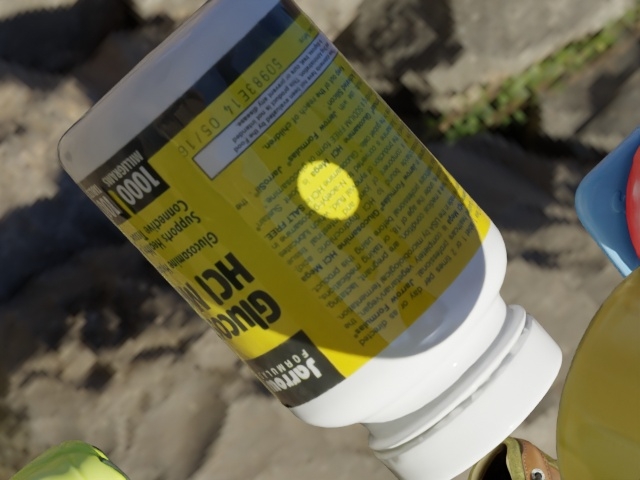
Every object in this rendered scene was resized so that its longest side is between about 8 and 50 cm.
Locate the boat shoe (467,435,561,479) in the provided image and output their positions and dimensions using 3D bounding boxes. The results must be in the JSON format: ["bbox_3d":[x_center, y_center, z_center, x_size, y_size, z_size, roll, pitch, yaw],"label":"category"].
[{"bbox_3d":[0.110,0.273,1.360,0.104,0.111,0.307,46,41,-27],"label":"boat shoe"}]

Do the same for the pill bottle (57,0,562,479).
[{"bbox_3d":[0.000,0.000,1.328,0.334,0.188,0.188,47,31,-8],"label":"pill bottle"}]

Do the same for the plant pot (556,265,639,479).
[{"bbox_3d":[0.260,0.110,1.014,0.254,0.254,0.239,8,10,-46],"label":"plant pot"}]

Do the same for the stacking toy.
[{"bbox_3d":[0.313,-0.025,1.315,0.166,0.175,0.302,48,-9,-8],"label":"stacking toy"}]

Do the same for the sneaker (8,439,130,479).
[{"bbox_3d":[-0.113,0.250,1.117,0.295,0.123,0.109,66,-11,-20],"label":"sneaker"}]
